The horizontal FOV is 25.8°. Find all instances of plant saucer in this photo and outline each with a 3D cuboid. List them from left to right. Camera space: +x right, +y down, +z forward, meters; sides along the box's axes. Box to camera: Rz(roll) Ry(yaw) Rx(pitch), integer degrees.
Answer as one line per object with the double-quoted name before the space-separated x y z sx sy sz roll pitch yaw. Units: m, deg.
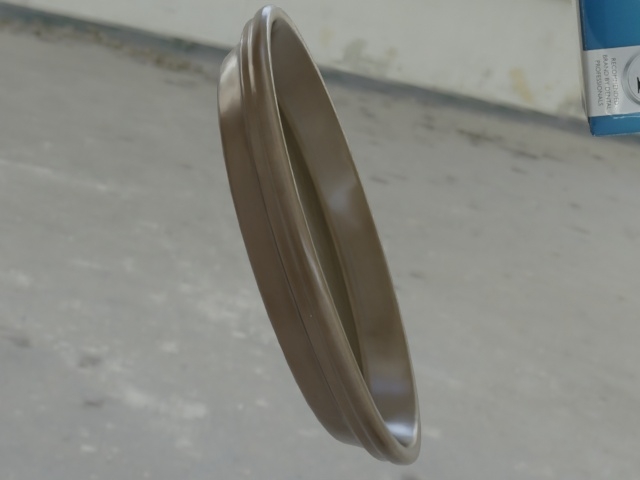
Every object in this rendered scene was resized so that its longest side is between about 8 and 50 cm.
"plant saucer" 0.000 0.000 0.818 0.041 0.277 0.278 -17 12 10

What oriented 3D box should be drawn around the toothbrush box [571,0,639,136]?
"toothbrush box" 0.276 -0.181 0.729 0.296 0.216 0.126 -6 13 10
